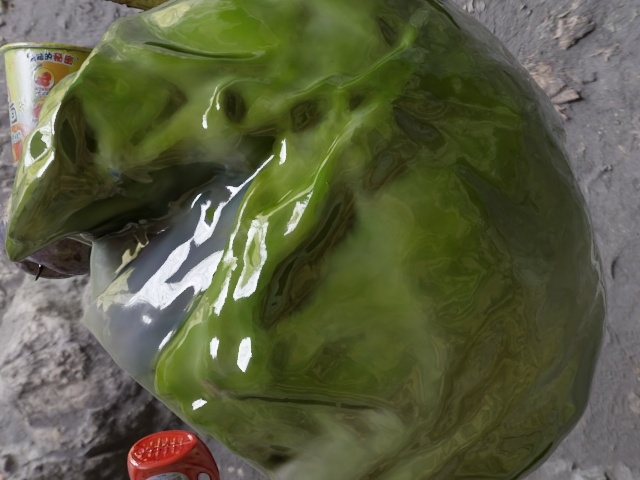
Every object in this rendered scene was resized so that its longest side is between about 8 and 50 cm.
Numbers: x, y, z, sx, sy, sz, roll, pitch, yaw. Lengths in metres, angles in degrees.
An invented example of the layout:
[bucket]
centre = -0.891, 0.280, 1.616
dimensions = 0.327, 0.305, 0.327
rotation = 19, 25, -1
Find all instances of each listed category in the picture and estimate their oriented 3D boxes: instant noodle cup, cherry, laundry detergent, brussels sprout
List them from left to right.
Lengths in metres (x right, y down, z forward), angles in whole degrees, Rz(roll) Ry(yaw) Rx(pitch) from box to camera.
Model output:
[cherry]
centre = -0.337, -0.029, 0.818
dimensions = 0.140, 0.176, 0.176
rotation = 30, 113, -31
[instant noodle cup]
centre = -0.428, -0.218, 1.104
dimensions = 0.264, 0.264, 0.200
rotation = 5, 93, 12
[laundry detergent]
centre = -0.162, 0.297, 0.741
dimensions = 0.097, 0.049, 0.165
rotation = -10, 123, 2
[brussels sprout]
centre = 0.011, -0.012, 0.497
dimensions = 0.425, 0.342, 0.361
rotation = 42, 81, -1

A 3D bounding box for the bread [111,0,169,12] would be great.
[bread]
centre = -0.385, -0.568, 1.283
dimensions = 0.265, 0.142, 0.178
rotation = 7, 116, -34
